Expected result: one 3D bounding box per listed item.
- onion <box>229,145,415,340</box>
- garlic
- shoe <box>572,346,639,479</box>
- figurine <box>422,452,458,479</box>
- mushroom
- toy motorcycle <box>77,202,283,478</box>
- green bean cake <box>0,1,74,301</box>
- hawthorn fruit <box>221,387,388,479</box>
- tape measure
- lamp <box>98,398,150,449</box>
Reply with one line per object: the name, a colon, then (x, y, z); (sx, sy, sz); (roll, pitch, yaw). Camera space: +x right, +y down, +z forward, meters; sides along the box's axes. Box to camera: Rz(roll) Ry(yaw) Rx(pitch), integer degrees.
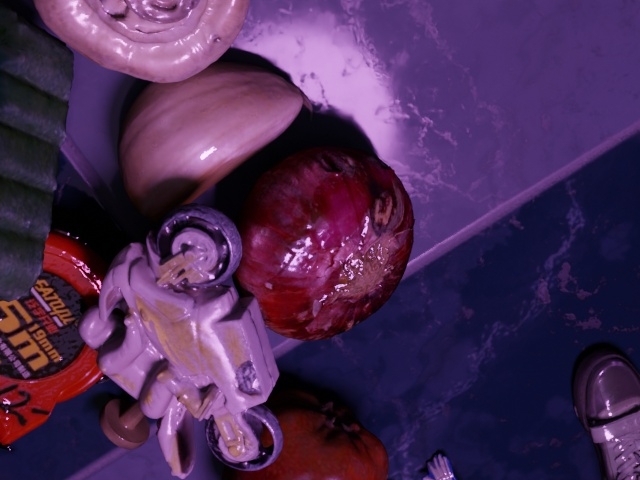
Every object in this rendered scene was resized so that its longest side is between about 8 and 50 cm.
onion: (0.000, 0.000, 1.266); (0.246, 0.190, 0.246); (-20, 135, -22)
garlic: (-0.131, -0.126, 1.242); (0.245, 0.145, 0.164); (-32, 145, 2)
shoe: (0.442, 0.298, 1.482); (0.109, 0.149, 0.293); (-20, 114, 0)
figurine: (0.159, 0.440, 1.513); (0.164, 0.120, 0.262); (-35, 91, -22)
mushroom: (-0.181, -0.285, 1.099); (0.254, 0.234, 0.260); (-29, 114, 6)
toy motorcycle: (-0.164, 0.123, 1.205); (0.222, 0.108, 0.341); (-7, 113, 17)
green bean cake: (-0.432, -0.096, 1.138); (0.300, 0.169, 0.308); (6, 82, 21)
hawthorn fruit: (-0.033, 0.326, 1.379); (0.208, 0.208, 0.248); (22, 98, -17)
tape measure: (-0.354, 0.093, 1.286); (0.260, 0.114, 0.253); (-32, 113, 0)
lamp: (-0.192, 0.171, 1.343); (0.121, 0.121, 0.214); (36, 115, -20)
